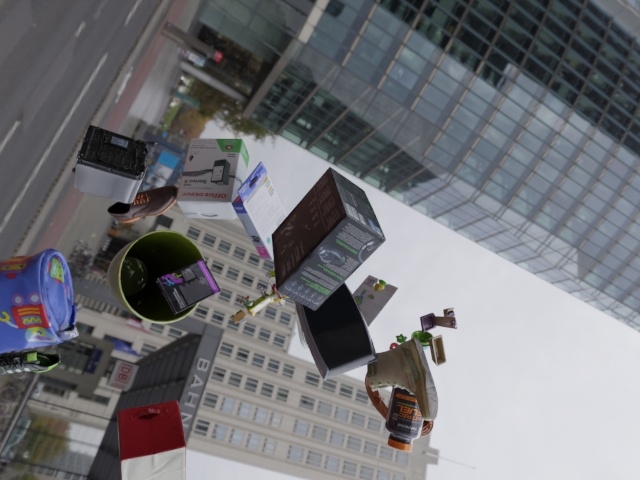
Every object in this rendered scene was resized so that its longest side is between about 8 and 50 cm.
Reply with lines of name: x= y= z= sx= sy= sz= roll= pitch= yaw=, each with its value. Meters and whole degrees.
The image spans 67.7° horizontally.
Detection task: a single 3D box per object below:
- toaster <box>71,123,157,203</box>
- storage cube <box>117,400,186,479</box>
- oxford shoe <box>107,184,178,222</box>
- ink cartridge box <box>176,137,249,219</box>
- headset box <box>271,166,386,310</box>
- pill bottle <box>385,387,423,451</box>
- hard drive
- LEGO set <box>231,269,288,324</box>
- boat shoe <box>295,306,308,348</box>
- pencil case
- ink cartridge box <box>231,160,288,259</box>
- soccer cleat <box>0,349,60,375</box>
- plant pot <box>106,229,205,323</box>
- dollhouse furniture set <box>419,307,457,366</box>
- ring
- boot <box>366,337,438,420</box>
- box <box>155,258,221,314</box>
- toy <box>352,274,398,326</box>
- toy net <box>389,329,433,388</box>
toaster: x=-0.549 y=-0.204 z=1.272 sx=0.110 sy=0.186 sz=0.168 roll=-53 pitch=-146 yaw=37
storage cube: x=-0.516 y=0.638 z=1.453 sx=0.193 sy=0.184 sz=0.215 roll=-131 pitch=-136 yaw=-55
oxford shoe: x=-0.658 y=-0.139 z=1.776 sx=0.271 sy=0.098 sz=0.096 roll=-23 pitch=-103 yaw=8
ink cartridge box: x=-0.398 y=-0.234 z=1.791 sx=0.121 sy=0.211 sz=0.289 roll=81 pitch=11 yaw=-62
headset box: x=0.000 y=0.000 z=1.212 sx=0.283 sy=0.131 sz=0.246 roll=-47 pitch=-151 yaw=21
pill bottle: x=0.306 y=0.620 z=1.711 sx=0.130 sy=0.130 sz=0.245 roll=-12 pitch=-118 yaw=64
hard drive: x=0.037 y=0.227 z=1.289 sx=0.054 sy=0.172 sz=0.254 roll=87 pitch=-17 yaw=-60
LEGO set: x=-0.190 y=0.181 z=1.649 sx=0.287 sy=0.107 sz=0.132 roll=-21 pitch=-158 yaw=9
boat shoe: x=-0.051 y=0.358 z=1.948 sx=0.077 sy=0.070 sz=0.219 roll=-72 pitch=156 yaw=-55
pencil case: x=-0.468 y=0.101 z=0.602 sx=0.119 sy=0.306 sz=0.133 roll=-115 pitch=-164 yaw=-52
ink cartridge box: x=-0.209 y=-0.104 z=1.703 sx=0.065 sy=0.311 sz=0.185 roll=3 pitch=-137 yaw=29
soccer cleat: x=-0.678 y=0.268 z=1.067 sx=0.072 sy=0.179 sz=0.060 roll=-26 pitch=-113 yaw=25
plant pot: x=-0.552 y=0.116 z=1.505 sx=0.294 sy=0.275 sz=0.274 roll=-6 pitch=-120 yaw=47
dollhouse furniture set: x=0.287 y=0.213 z=1.044 sx=0.081 sy=0.091 sz=0.114 roll=-7 pitch=-86 yaw=58
ring: x=0.327 y=0.639 z=1.937 sx=0.032 sy=0.337 sz=0.336 roll=-54 pitch=-157 yaw=24
boot: x=0.213 y=0.383 z=1.267 sx=0.165 sy=0.077 sz=0.213 roll=-25 pitch=-124 yaw=23
box: x=-0.389 y=0.134 z=1.411 sx=0.162 sy=0.116 sz=0.029 roll=-26 pitch=176 yaw=-45
toy: x=0.171 y=0.245 z=1.771 sx=0.137 sy=0.056 sz=0.237 roll=24 pitch=-118 yaw=34
toy net: x=0.251 y=0.337 z=1.391 sx=0.232 sy=0.122 sz=0.045 roll=-45 pitch=142 yaw=-56
